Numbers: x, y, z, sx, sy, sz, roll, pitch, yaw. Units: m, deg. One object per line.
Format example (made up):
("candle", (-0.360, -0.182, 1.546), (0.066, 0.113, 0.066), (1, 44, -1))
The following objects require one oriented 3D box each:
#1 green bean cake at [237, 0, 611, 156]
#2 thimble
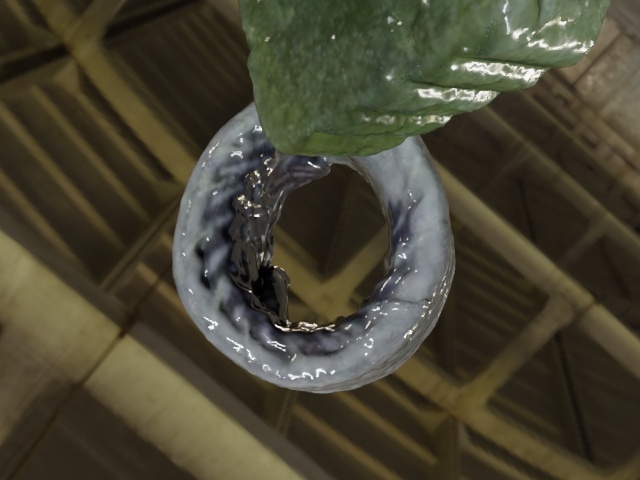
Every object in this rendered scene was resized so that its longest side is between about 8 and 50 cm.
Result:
("green bean cake", (0.040, -0.150, 0.570), (0.094, 0.183, 0.185), (-2, -106, -44))
("thimble", (0.000, 0.000, 0.920), (0.217, 0.246, 0.157), (1, 169, 7))
